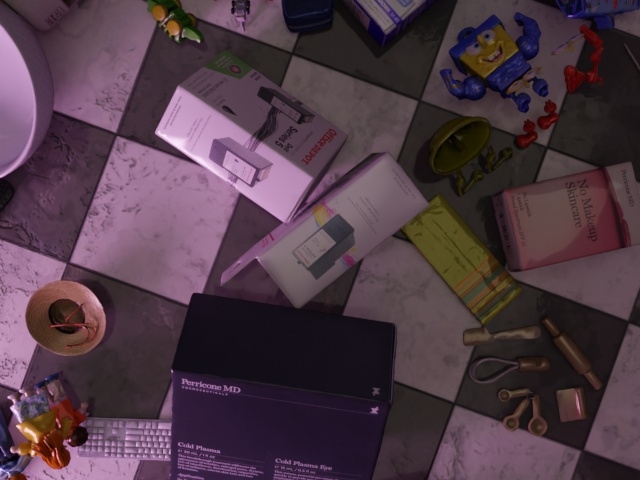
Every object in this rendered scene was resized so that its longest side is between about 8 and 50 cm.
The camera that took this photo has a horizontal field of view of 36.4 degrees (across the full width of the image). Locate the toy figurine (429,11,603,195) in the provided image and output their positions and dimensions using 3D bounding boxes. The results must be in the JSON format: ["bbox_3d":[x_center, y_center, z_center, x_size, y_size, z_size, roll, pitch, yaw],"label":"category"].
[{"bbox_3d":[0.302,-0.286,1.754,0.362,0.191,0.217,-40,59,6],"label":"toy figurine"}]

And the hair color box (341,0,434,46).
[{"bbox_3d":[0.181,-0.532,1.747,0.339,0.110,0.185,-41,89,-3],"label":"hair color box"}]

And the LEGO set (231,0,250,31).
[{"bbox_3d":[-0.136,-0.509,1.783,0.244,0.060,0.182,-40,77,-3],"label":"LEGO set"}]

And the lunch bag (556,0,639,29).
[{"bbox_3d":[0.468,-0.513,1.700,0.138,0.221,0.293,-4,100,42],"label":"lunch bag"}]

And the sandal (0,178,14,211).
[{"bbox_3d":[-0.623,-0.036,1.762,0.067,0.040,0.179,41,74,-5],"label":"sandal"}]

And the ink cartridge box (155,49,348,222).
[{"bbox_3d":[-0.112,-0.182,1.678,0.273,0.198,0.115,34,124,0],"label":"ink cartridge box"}]

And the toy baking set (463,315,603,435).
[{"bbox_3d":[0.383,0.238,1.769,0.197,0.030,0.256,-34,89,-1],"label":"toy baking set"}]

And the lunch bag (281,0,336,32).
[{"bbox_3d":[-0.020,-0.421,1.762,0.098,0.065,0.067,-10,73,0],"label":"lunch bag"}]

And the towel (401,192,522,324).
[{"bbox_3d":[0.256,0.034,1.780,0.102,0.021,0.237,-40,89,-7],"label":"towel"}]

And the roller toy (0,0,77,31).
[{"bbox_3d":[-0.511,-0.464,1.690,0.146,0.209,0.191,-47,130,-1],"label":"roller toy"}]

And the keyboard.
[{"bbox_3d":[-0.310,0.360,1.766,0.256,0.014,0.072,2,89,-1],"label":"keyboard"}]

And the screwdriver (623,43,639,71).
[{"bbox_3d":[0.605,-0.291,1.789,0.025,0.024,0.170,-27,87,28],"label":"screwdriver"}]

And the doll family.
[{"bbox_3d":[-0.530,0.359,1.707,0.263,0.118,0.163,-29,86,2],"label":"doll family"}]

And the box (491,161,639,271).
[{"bbox_3d":[0.439,-0.040,1.728,0.232,0.127,0.149,-13,88,-1],"label":"box"}]

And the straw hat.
[{"bbox_3d":[-0.453,0.132,1.745,0.144,0.061,0.144,-2,104,-9],"label":"straw hat"}]

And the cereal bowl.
[{"bbox_3d":[-0.605,-0.275,1.685,0.339,0.141,0.339,6,112,14],"label":"cereal bowl"}]

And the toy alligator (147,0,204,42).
[{"bbox_3d":[-0.288,-0.417,1.767,0.190,0.056,0.051,46,129,0],"label":"toy alligator"}]

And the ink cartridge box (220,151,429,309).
[{"bbox_3d":[0.000,0.000,1.680,0.353,0.207,0.119,-38,97,-1],"label":"ink cartridge box"}]

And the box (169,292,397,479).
[{"bbox_3d":[-0.067,0.277,1.613,0.343,0.179,0.312,9,131,-1],"label":"box"}]
